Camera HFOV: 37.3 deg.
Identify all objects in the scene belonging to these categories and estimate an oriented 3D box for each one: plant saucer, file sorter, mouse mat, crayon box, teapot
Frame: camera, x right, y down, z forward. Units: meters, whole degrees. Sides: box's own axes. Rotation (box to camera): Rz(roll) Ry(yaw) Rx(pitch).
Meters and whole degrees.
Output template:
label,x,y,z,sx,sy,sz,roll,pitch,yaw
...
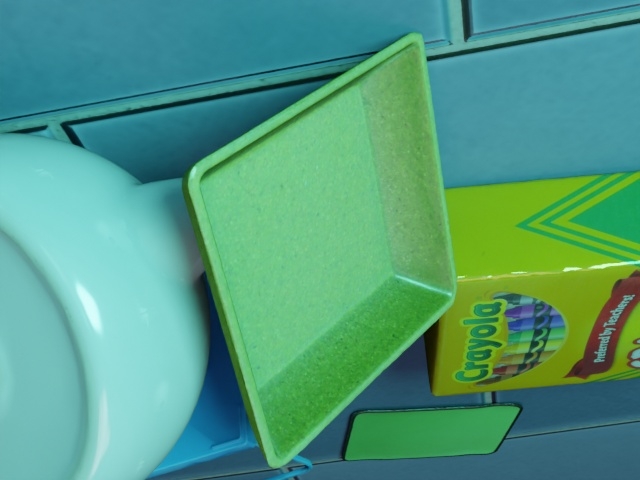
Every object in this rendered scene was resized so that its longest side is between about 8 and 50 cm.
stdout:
label,x,y,z,sx,sy,sz,roll,pitch,yaw
plant saucer,0.000,0.000,0.540,0.045,0.188,0.188,14,128,39
file sorter,-0.079,0.093,0.696,0.118,0.170,0.104,-21,146,24
mouse mat,0.122,0.218,1.070,0.190,0.007,0.152,-2,148,-6
crayon box,0.191,0.038,0.728,0.319,0.081,0.202,-5,148,2
teapot,-0.167,0.046,0.597,0.256,0.187,0.252,17,111,21
